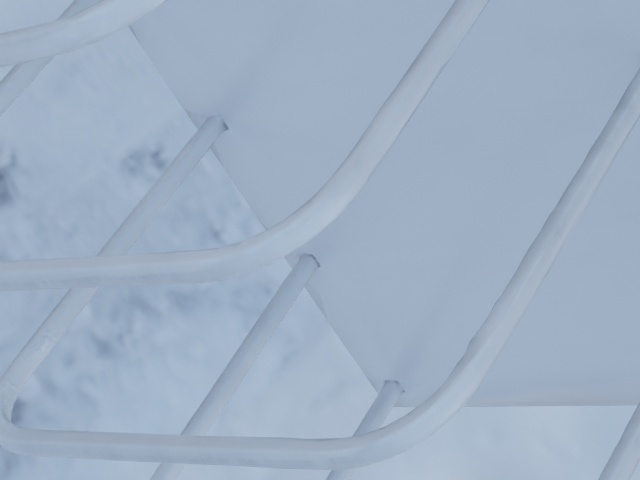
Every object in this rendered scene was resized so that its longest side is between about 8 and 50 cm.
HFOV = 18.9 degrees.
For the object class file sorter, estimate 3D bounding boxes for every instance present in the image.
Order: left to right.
[{"bbox_3d":[0.000,0.000,0.549,0.277,0.193,0.173,56,49,-29],"label":"file sorter"}]
